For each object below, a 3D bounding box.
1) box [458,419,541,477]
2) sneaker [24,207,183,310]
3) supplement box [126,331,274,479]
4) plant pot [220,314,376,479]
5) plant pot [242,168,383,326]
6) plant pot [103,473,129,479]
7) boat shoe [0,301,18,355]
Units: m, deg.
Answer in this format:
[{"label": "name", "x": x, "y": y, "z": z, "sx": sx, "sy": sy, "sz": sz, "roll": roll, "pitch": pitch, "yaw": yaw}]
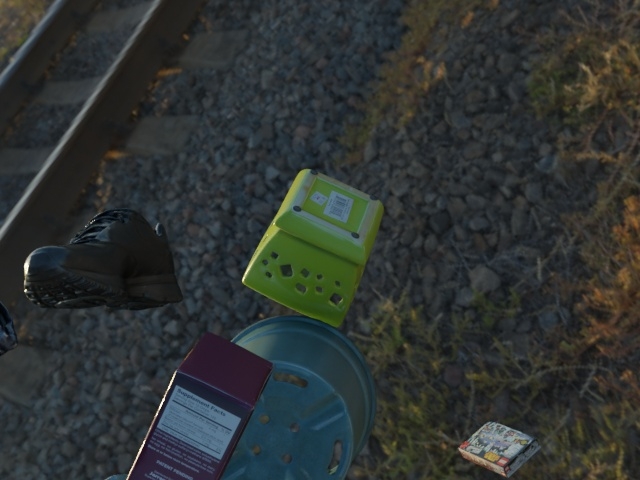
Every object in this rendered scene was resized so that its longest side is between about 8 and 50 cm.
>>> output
[{"label": "box", "x": 0.346, "y": 0.402, "z": 1.485, "sx": 0.094, "sy": 0.027, "sz": 0.137, "roll": -34, "pitch": 17, "yaw": -22}, {"label": "sneaker", "x": -0.265, "y": 0.019, "z": 0.934, "sx": 0.109, "sy": 0.286, "sz": 0.130, "roll": -8, "pitch": 83, "yaw": 11}, {"label": "supplement box", "x": -0.126, "y": 0.199, "z": 0.750, "sx": 0.188, "sy": 0.081, "sz": 0.104, "roll": -64, "pitch": -1, "yaw": 16}, {"label": "plant pot", "x": -0.065, "y": 0.319, "z": 1.366, "sx": 0.341, "sy": 0.341, "sz": 0.334, "roll": -46, "pitch": -2, "yaw": 1}, {"label": "plant pot", "x": 0.000, "y": 0.000, "z": 1.565, "sx": 0.228, "sy": 0.227, "sz": 0.207, "roll": -66, "pitch": 1, "yaw": -51}, {"label": "plant pot", "x": -0.293, "y": 0.536, "z": 1.191, "sx": 0.247, "sy": 0.248, "sz": 0.252, "roll": -35, "pitch": 62, "yaw": 15}, {"label": "boat shoe", "x": -0.369, "y": 0.068, "z": 0.774, "sx": 0.083, "sy": 0.065, "sz": 0.183, "roll": -36, "pitch": 57, "yaw": -11}]
